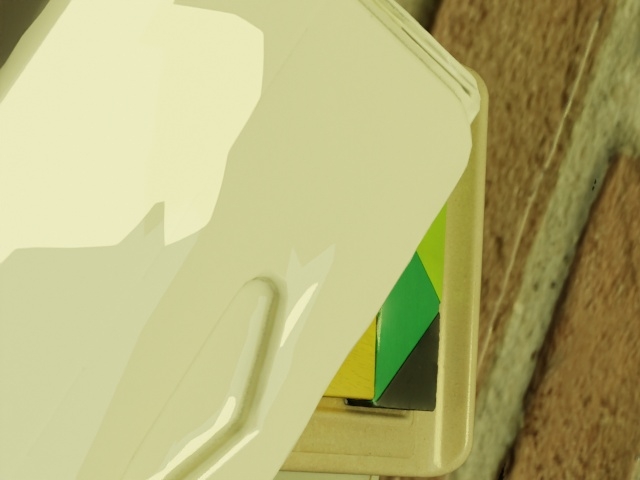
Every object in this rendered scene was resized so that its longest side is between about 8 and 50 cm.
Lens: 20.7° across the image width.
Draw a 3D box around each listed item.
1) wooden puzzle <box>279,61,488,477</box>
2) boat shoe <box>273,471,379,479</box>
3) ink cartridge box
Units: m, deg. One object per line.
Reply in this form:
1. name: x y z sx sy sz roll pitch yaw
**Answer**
1. wooden puzzle: 0.000 0.000 0.834 0.238 0.044 0.221 10 80 -45
2. boat shoe: -0.047 0.163 0.864 0.095 0.079 0.254 41 61 -31
3. ink cartridge box: -0.134 -0.007 0.537 0.129 0.307 0.223 40 77 -35
